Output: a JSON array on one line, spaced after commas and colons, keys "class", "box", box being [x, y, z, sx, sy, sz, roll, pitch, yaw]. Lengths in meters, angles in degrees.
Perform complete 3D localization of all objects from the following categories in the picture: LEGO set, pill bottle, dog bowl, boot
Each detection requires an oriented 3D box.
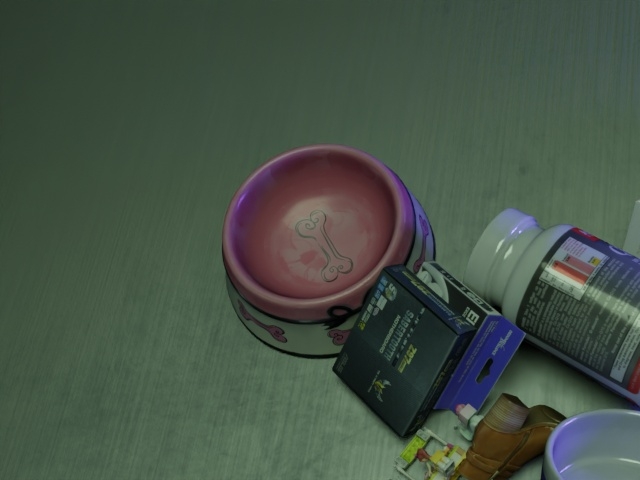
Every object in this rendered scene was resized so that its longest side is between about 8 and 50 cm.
[{"class": "LEGO set", "box": [0.142, 0.373, 1.691, 0.287, 0.132, 0.107, -33, 50, -31]}, {"class": "pill bottle", "box": [0.430, 0.099, 1.721, 0.362, 0.210, 0.210, 30, 73, 27]}, {"class": "dog bowl", "box": [0.458, 0.367, 1.551, 0.264, 0.104, 0.265, 2, 27, -1]}, {"class": "boot", "box": [0.325, 0.337, 1.690, 0.152, 0.197, 0.073, -62, 20, 13]}, {"class": "dog bowl", "box": [0.000, 0.000, 1.928, 0.407, 0.150, 0.408, -6, 60, 11]}]

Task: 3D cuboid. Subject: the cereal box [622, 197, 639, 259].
[{"class": "cereal box", "box": [0.621, 0.041, 1.739, 0.240, 0.173, 0.047, 19, 25, 23]}]

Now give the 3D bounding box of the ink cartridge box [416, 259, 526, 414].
[{"class": "ink cartridge box", "box": [0.212, 0.175, 1.765, 0.208, 0.045, 0.206, 40, 119, 29]}]

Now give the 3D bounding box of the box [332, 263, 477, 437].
[{"class": "box", "box": [0.136, 0.185, 1.762, 0.183, 0.059, 0.233, 42, 122, 29]}]
